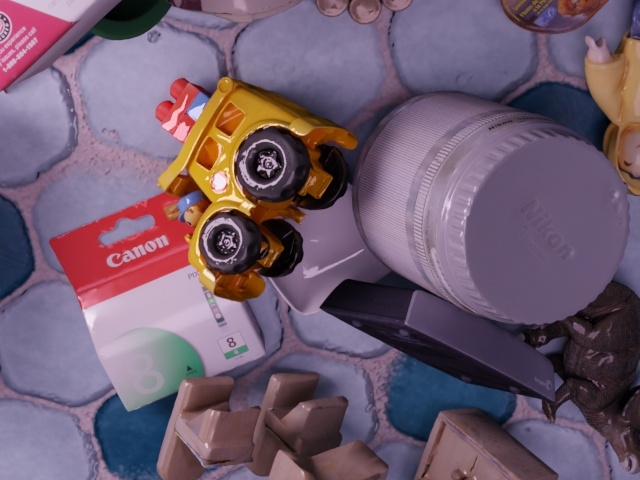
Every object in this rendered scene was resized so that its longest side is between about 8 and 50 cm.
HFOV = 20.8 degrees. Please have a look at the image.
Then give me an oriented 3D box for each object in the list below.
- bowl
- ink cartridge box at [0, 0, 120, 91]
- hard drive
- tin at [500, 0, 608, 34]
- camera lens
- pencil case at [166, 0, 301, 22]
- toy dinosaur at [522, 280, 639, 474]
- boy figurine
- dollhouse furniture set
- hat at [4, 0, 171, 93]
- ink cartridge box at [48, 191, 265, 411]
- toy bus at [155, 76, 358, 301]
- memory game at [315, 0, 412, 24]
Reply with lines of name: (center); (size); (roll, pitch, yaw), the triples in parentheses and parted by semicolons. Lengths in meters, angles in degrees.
bowl: (0.000, 0.000, 2.003); (0.142, 0.053, 0.142); (-28, 115, 7)
ink cartridge box: (-0.313, -0.331, 1.663); (0.226, 0.131, 0.306); (-39, 95, 26)
hard drive: (0.141, 0.112, 1.991); (0.255, 0.172, 0.054); (28, 77, -36)
tin: (0.268, -0.292, 1.861); (0.106, 0.040, 0.190); (21, 142, -21)
camera lens: (0.175, -0.038, 1.868); (0.219, 0.274, 0.219); (-6, 105, -22)
pencil case: (-0.118, -0.428, 1.718); (0.160, 0.183, 0.410); (-13, 116, -4)
toy dinosaur: (0.329, 0.125, 2.080); (0.160, 0.121, 0.313); (-11, 111, -14)
boy figurine: (0.371, -0.185, 1.938); (0.177, 0.092, 0.285); (12, 110, -14)
dollhouse furniture set: (0.048, 0.351, 2.016); (0.394, 0.362, 0.256); (0, 117, -39)
hat: (-0.272, -0.291, 1.858); (0.208, 0.184, 0.173); (-53, 125, -27)
ink cartridge box: (-0.188, 0.069, 2.016); (0.181, 0.056, 0.224); (-23, 117, 4)
toy bus: (-0.101, -0.072, 1.899); (0.211, 0.149, 0.220); (34, 100, 20)
memory game: (0.045, -0.325, 1.881); (0.186, 0.012, 0.186); (-2, 114, -5)
